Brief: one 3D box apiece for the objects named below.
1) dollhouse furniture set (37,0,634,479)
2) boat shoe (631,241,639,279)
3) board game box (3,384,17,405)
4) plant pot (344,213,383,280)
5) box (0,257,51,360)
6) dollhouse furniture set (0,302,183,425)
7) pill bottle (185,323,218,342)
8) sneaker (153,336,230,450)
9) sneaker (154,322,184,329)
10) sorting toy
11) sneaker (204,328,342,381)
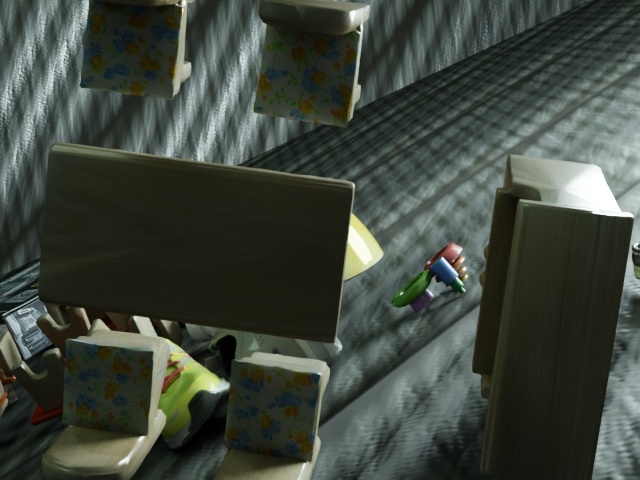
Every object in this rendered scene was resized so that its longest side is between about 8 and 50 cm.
[{"bbox_3d":[-0.008,0.020,0.938,0.394,0.362,0.256,8,12,5],"label":"dollhouse furniture set"},{"bbox_3d":[0.357,-0.034,1.126,0.223,0.073,0.080,-21,10,11],"label":"boat shoe"},{"bbox_3d":[-0.558,0.113,1.859,0.141,0.291,0.232,-28,11,-21],"label":"board game box"},{"bbox_3d":[0.000,0.000,1.727,0.134,0.095,0.134,-23,10,4],"label":"plant pot"},{"bbox_3d":[-0.436,0.096,2.104,0.242,0.076,0.307,-32,15,-34],"label":"box"},{"bbox_3d":[-0.290,0.143,1.664,0.262,0.135,0.259,-22,21,13],"label":"dollhouse furniture set"},{"bbox_3d":[-0.099,0.082,1.608,0.116,0.065,0.065,-19,11,22],"label":"pill bottle"},{"bbox_3d":[-0.150,0.136,1.305,0.081,0.094,0.208,-46,12,-14],"label":"sneaker"},{"bbox_3d":[-0.121,0.033,1.856,0.262,0.099,0.121,-21,5,8],"label":"sneaker"},{"bbox_3d":[0.121,0.044,1.396,0.102,0.042,0.061,-44,3,-31],"label":"sorting toy"},{"bbox_3d":[-0.077,0.091,1.396,0.115,0.105,0.281,-33,8,-12],"label":"sneaker"}]
